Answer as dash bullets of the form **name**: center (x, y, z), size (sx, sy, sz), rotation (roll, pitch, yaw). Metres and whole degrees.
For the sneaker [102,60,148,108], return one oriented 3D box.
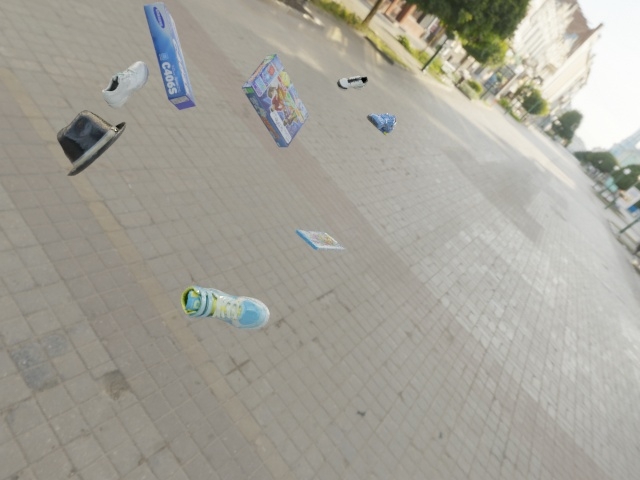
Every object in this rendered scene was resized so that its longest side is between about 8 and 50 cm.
- **sneaker**: center (-0.705, -0.581, 1.556), size (0.080, 0.212, 0.094), rotation (26, -18, 9)

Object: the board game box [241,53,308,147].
- **board game box**: center (-0.115, -0.371, 1.160), size (0.136, 0.035, 0.201), rotation (-61, 140, -26)

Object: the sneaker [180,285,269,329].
- **sneaker**: center (-0.357, 0.244, 1.530), size (0.319, 0.127, 0.208), rotation (9, -7, 23)

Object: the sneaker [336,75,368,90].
- **sneaker**: center (0.098, -0.484, 1.309), size (0.109, 0.044, 0.040), rotation (-18, 87, -31)

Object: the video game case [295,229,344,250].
- **video game case**: center (0.000, 0.000, 1.597), size (0.166, 0.015, 0.119), rotation (4, 30, -50)

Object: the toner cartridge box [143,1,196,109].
- **toner cartridge box**: center (-0.574, -0.699, 1.655), size (0.165, 0.075, 0.347), rotation (-149, -135, -84)

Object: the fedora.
- **fedora**: center (-0.937, -0.409, 1.713), size (0.152, 0.334, 0.334), rotation (48, 23, -30)

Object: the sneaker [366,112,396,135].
- **sneaker**: center (0.242, -0.469, 1.667), size (0.069, 0.082, 0.209), rotation (51, 20, 15)
